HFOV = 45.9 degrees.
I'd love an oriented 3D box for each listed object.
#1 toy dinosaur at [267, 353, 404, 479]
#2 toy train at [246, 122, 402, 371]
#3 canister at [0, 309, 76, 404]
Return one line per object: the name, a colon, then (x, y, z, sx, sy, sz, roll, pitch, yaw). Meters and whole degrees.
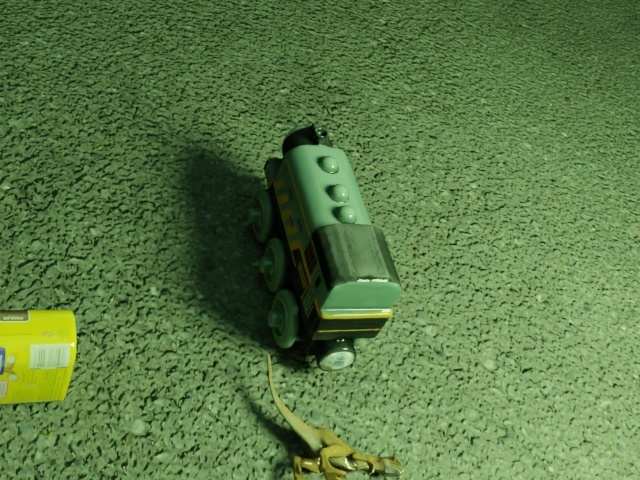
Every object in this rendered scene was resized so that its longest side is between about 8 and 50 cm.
toy dinosaur: (-0.003, 0.241, 0.891, 0.211, 0.064, 0.112, 35, 26, -6)
toy train: (0.000, 0.000, 1.003, 0.142, 0.190, 0.334, 3, 50, -23)
canister: (-0.347, 0.122, 0.777, 0.169, 0.126, 0.073, 3, 50, -26)
